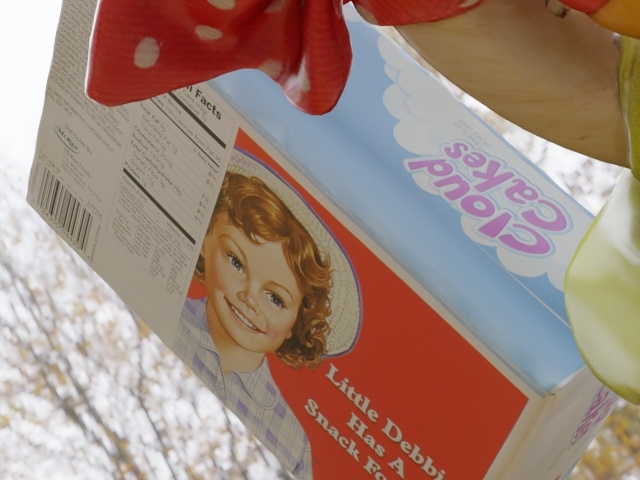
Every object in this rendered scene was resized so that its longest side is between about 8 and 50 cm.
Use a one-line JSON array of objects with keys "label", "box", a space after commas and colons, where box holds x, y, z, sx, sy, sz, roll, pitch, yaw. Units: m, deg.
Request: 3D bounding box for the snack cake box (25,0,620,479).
[{"label": "snack cake box", "box": [0.000, 0.000, 0.668, 0.089, 0.264, 0.152, -29, -26, -38]}]

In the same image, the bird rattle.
[{"label": "bird rattle", "box": [0.064, -0.079, 0.387, 0.143, 0.253, 0.207, -48, -4, -37]}]
